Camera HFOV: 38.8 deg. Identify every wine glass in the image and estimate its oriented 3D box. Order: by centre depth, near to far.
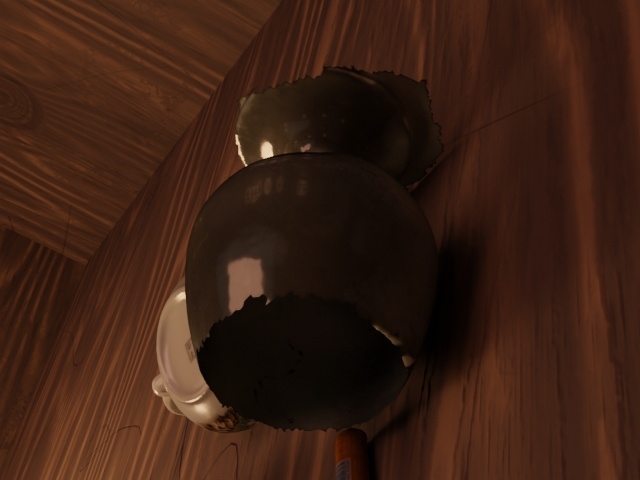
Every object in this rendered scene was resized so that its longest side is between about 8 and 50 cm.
[{"bbox_3d":[0.000,0.000,0.835,0.238,0.238,0.323,-46,26,38],"label":"wine glass"}]

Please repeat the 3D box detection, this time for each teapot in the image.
[{"bbox_3d":[-0.107,0.126,1.071,0.298,0.139,0.204,-42,59,39],"label":"teapot"}]

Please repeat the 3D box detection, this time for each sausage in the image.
[{"bbox_3d":[0.028,0.207,0.764,0.031,0.031,0.107,-51,22,28],"label":"sausage"}]
